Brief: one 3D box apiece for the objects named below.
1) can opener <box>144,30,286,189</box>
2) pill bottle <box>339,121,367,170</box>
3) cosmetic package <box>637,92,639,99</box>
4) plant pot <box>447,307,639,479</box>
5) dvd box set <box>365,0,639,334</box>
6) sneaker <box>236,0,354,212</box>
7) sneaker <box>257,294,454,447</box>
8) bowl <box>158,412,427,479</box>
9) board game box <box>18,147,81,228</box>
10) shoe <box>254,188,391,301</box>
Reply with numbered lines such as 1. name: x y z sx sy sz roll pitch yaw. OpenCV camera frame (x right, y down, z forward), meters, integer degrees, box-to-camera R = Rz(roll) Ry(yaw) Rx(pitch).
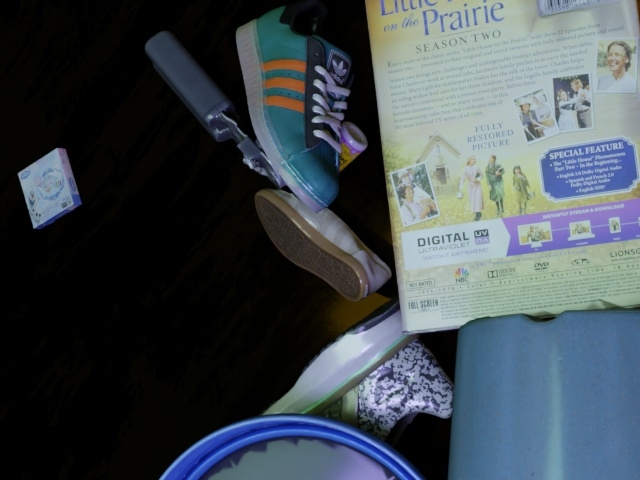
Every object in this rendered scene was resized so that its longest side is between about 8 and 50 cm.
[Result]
1. can opener: -0.116 -0.180 1.776 0.095 0.076 0.283 -38 65 -6
2. pill bottle: 0.016 -0.107 1.686 0.083 0.043 0.043 -42 68 27
3. cosmetic package: 0.425 -0.068 1.374 0.060 0.099 0.239 -40 69 25
4. plant pot: 0.268 0.247 1.363 0.341 0.341 0.334 -7 77 34
5. dvd box set: 0.216 -0.119 1.498 0.307 0.062 0.420 -9 84 21
6. sneaker: -0.015 -0.176 1.638 0.121 0.108 0.302 -29 54 18
7. sneaker: 0.014 0.257 1.636 0.182 0.158 0.410 47 119 12
8. bowl: -0.025 0.388 1.538 0.391 0.077 0.391 0 91 10
9. board game box: -0.396 -0.076 1.983 0.090 0.020 0.090 -27 76 32
10. shoe: 0.000 0.000 1.696 0.219 0.058 0.077 40 142 32
